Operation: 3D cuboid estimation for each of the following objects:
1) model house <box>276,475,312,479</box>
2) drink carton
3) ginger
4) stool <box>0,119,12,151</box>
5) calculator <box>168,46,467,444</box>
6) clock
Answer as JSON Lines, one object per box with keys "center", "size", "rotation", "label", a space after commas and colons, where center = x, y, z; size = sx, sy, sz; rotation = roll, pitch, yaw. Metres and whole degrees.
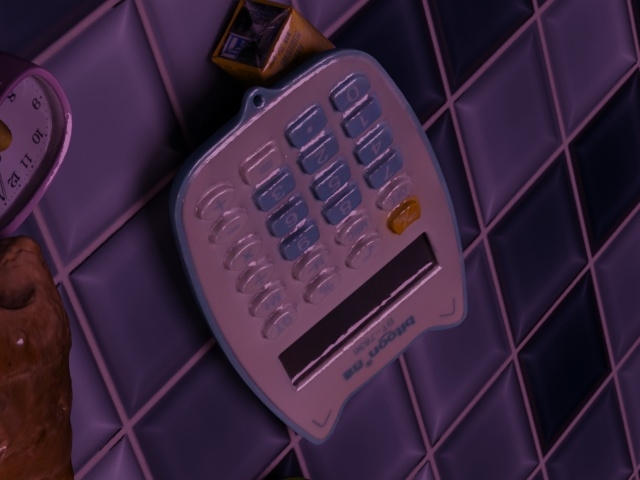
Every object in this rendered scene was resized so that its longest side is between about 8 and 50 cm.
{"center": [-0.030, 0.390, 1.740], "size": [0.207, 0.154, 0.294], "rotation": [27, 56, -9], "label": "model house"}
{"center": [-0.007, -0.135, 1.638], "size": [0.200, 0.074, 0.084], "rotation": [39, 72, -51], "label": "drink carton"}
{"center": [-0.241, 0.124, 1.389], "size": [0.270, 0.123, 0.218], "rotation": [87, 15, -58], "label": "ginger"}
{"center": [-0.291, -0.064, 1.271], "size": [0.135, 0.134, 0.110], "rotation": [-30, 143, 14], "label": "stool"}
{"center": [0.000, 0.000, 1.646], "size": [0.256, 0.054, 0.386], "rotation": [-40, 139, -14], "label": "calculator"}
{"center": [-0.239, -0.056, 1.386], "size": [0.152, 0.050, 0.110], "rotation": [-58, 139, -23], "label": "clock"}
